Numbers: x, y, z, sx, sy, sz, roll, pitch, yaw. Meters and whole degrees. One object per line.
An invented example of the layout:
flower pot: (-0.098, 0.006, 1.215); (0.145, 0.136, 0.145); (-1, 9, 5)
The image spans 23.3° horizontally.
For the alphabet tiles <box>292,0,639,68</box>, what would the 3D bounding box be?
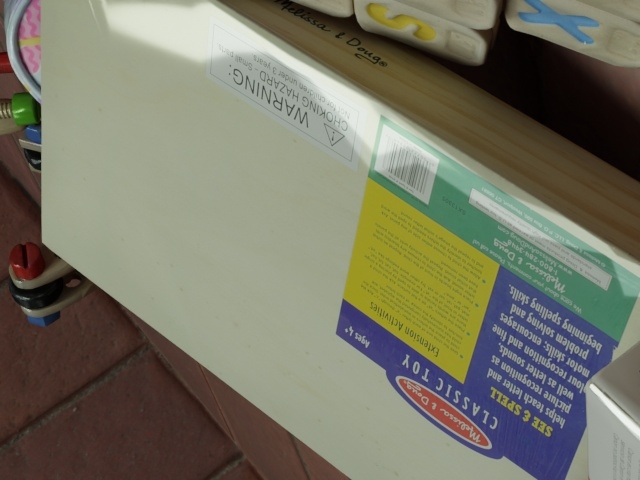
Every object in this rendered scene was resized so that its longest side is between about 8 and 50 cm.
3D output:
alphabet tiles: (0.015, -0.143, 0.637); (0.278, 0.021, 0.284); (23, 170, 7)

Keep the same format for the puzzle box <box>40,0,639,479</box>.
puzzle box: (0.000, 0.000, 0.859); (0.409, 0.052, 0.272); (35, 138, 23)

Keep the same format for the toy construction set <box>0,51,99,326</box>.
toy construction set: (-0.228, -0.070, 1.729); (0.257, 0.237, 0.308); (-88, -8, -61)

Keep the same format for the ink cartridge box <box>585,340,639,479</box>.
ink cartridge box: (0.253, 0.171, 0.692); (0.283, 0.117, 0.207); (47, 164, 31)

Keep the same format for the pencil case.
pencil case: (-0.194, -0.191, 1.244); (0.113, 0.124, 0.273); (29, -166, -20)
